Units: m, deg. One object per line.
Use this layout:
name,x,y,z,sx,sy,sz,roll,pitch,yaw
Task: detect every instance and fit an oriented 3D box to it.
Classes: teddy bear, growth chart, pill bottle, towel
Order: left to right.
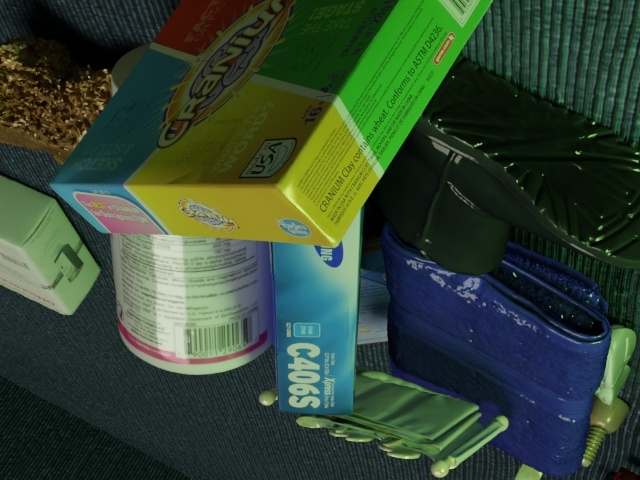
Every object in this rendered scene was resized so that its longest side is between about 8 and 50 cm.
teddy bear,-0.197,-0.118,1.614,0.338,0.113,0.245,17,164,16
pill bottle,-0.116,-0.032,1.449,0.160,0.160,0.283,21,129,27
growth chart,0.059,0.164,1.517,0.237,0.021,0.172,17,-159,35
towel,0.168,0.097,1.503,0.228,0.076,0.308,29,154,20

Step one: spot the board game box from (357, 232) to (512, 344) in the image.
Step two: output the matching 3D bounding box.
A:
board game box,0.094,0.044,1.575,0.281,0.027,0.145,-10,137,45

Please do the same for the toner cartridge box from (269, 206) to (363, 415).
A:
toner cartridge box,0.000,0.000,1.379,0.075,0.165,0.348,2,146,1

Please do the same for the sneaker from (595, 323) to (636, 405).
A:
sneaker,0.269,0.117,1.537,0.061,0.053,0.152,29,161,16

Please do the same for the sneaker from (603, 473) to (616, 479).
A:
sneaker,0.368,0.345,1.891,0.170,0.089,0.051,36,160,-13

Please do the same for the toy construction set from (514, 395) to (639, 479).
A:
toy construction set,0.320,0.315,1.667,0.309,0.237,0.257,37,160,-15

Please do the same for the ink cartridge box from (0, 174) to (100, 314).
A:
ink cartridge box,-0.422,0.000,2.220,0.159,0.092,0.218,24,157,21

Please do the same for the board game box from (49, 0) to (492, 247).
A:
board game box,-0.041,-0.112,1.158,0.064,0.242,0.316,44,156,-29

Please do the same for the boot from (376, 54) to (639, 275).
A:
boot,0.158,-0.029,1.279,0.246,0.094,0.207,34,158,13
